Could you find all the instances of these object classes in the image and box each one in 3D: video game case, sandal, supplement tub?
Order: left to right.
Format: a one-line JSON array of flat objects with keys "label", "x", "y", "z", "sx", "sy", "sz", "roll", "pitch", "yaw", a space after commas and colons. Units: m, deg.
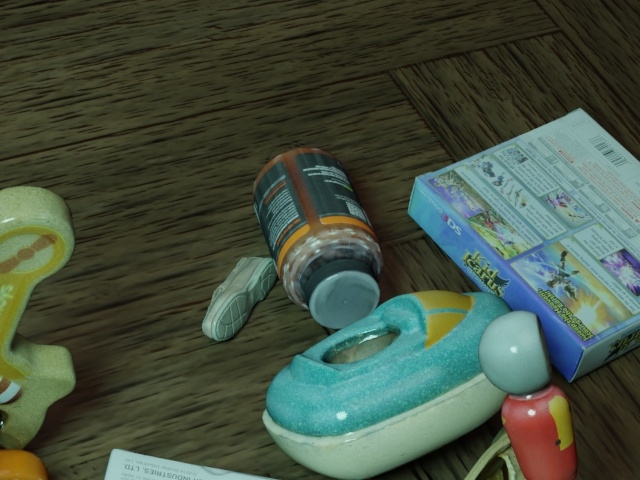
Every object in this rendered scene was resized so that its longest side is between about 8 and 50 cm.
[{"label": "supplement tub", "x": 0.000, "y": 0.000, "z": 1.570, "sx": 0.106, "sy": 0.106, "sz": 0.198, "roll": -3, "pitch": 36, "yaw": -14}, {"label": "sandal", "x": 0.174, "y": 0.222, "z": 1.435, "sx": 0.079, "sy": 0.088, "sz": 0.240, "roll": 32, "pitch": 43, "yaw": 10}, {"label": "video game case", "x": 0.269, "y": -0.003, "z": 1.678, "sx": 0.244, "sy": 0.061, "sz": 0.269, "roll": -22, "pitch": 55, "yaw": -30}]

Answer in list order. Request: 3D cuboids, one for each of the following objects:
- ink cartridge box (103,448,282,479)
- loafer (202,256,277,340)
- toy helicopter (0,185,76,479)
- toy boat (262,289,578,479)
[{"label": "ink cartridge box", "x": -0.113, "y": 0.322, "z": 1.296, "sx": 0.185, "sy": 0.065, "sz": 0.311, "roll": 11, "pitch": 44, "yaw": -1}, {"label": "loafer", "x": -0.087, "y": 0.056, "z": 1.570, "sx": 0.039, "sy": 0.045, "sz": 0.125, "roll": 13, "pitch": 37, "yaw": 24}, {"label": "toy helicopter", "x": -0.301, "y": 0.083, "z": 1.279, "sx": 0.235, "sy": 0.355, "sz": 0.140, "roll": 8, "pitch": 44, "yaw": -28}, {"label": "toy boat", "x": 0.106, "y": 0.114, "z": 1.393, "sx": 0.267, "sy": 0.148, "sz": 0.318, "roll": -26, "pitch": 19, "yaw": -28}]
